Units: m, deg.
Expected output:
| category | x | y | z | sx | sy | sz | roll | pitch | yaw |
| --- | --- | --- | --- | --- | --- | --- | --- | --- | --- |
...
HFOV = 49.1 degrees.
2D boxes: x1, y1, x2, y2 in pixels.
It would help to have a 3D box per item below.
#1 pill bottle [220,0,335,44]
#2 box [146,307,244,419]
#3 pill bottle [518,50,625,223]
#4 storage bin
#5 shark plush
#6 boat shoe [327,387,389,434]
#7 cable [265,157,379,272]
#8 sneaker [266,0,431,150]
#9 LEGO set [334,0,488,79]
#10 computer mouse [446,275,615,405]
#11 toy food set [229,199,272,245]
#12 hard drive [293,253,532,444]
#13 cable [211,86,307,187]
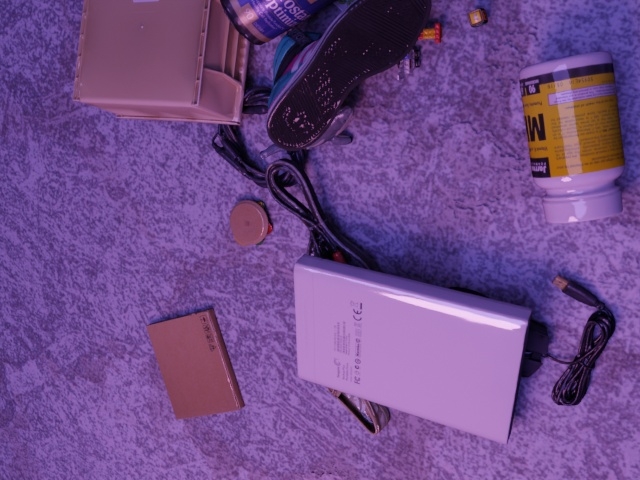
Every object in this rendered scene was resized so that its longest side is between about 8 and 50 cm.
| category | x | y | z | sx | sy | sz | roll | pitch | yaw |
| --- | --- | --- | --- | --- | --- | --- | --- | --- | --- |
| pill bottle | -0.034 | -0.392 | 1.034 | 0.219 | 0.123 | 0.123 | -24 | 90 | 25 |
| box | -0.246 | 0.243 | 1.364 | 0.164 | 0.021 | 0.201 | -16 | 94 | 29 |
| pill bottle | 0.335 | -0.134 | 0.926 | 0.119 | 0.119 | 0.209 | -7 | 97 | 28 |
| storage bin | -0.260 | -0.337 | 1.164 | 0.262 | 0.123 | 0.260 | 8 | 91 | 26 |
| shark plush | -0.023 | -0.177 | 1.109 | 0.161 | 0.067 | 0.073 | -12 | 92 | 7 |
| boat shoe | 0.053 | 0.265 | 1.199 | 0.153 | 0.048 | 0.056 | 49 | 118 | 10 |
| cable | 0.000 | 0.000 | 1.137 | 0.139 | 0.072 | 0.287 | -13 | 107 | 30 |
| sneaker | 0.029 | -0.278 | 1.025 | 0.124 | 0.178 | 0.295 | 36 | 114 | -28 |
| LEGO set | 0.122 | -0.362 | 1.024 | 0.244 | 0.060 | 0.182 | 47 | 121 | 11 |
| computer mouse | 0.293 | 0.123 | 1.038 | 0.262 | 0.060 | 0.184 | 30 | 114 | 18 |
| toy food set | -0.124 | -0.031 | 1.242 | 0.082 | 0.020 | 0.083 | -6 | 98 | 28 |
| hard drive | 0.128 | 0.163 | 1.075 | 0.353 | 0.047 | 0.233 | 13 | 123 | 23 |
| cable | -0.091 | -0.169 | 1.186 | 0.184 | 0.047 | 0.150 | 41 | 109 | 11 |
